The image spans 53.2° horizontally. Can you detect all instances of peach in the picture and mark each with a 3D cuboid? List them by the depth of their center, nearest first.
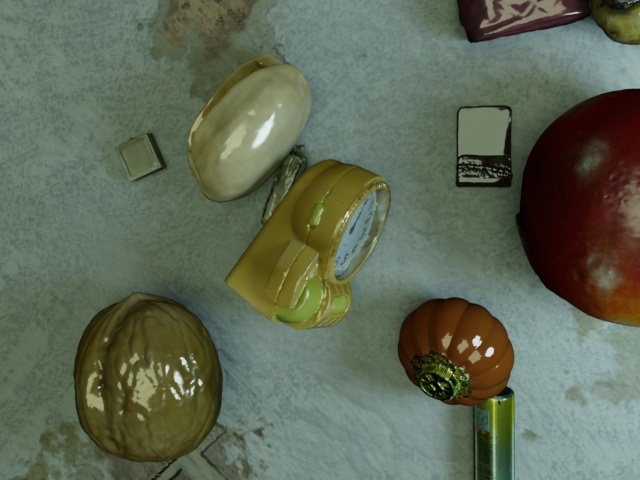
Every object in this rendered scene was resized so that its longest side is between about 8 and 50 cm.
[{"bbox_3d":[0.497,-0.040,1.082,0.310,0.335,0.406,-14,100,30],"label":"peach"}]

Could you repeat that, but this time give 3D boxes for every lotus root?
[{"bbox_3d":[0.541,-0.410,1.075,0.146,0.284,0.160,-34,81,40],"label":"lotus root"}]

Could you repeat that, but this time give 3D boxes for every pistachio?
[{"bbox_3d":[-0.140,-0.208,1.225,0.187,0.187,0.299,39,93,1],"label":"pistachio"}]

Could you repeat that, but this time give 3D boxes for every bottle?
[{"bbox_3d":[0.349,0.439,1.286,0.082,0.082,0.286,-1,97,7],"label":"bottle"}]

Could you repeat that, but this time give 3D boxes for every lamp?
[{"bbox_3d":[0.255,0.211,1.214,0.223,0.196,0.223,19,132,23],"label":"lamp"}]

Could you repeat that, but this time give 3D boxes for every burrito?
[{"bbox_3d":[-0.074,-0.108,1.289,0.058,0.045,0.188,26,102,20],"label":"burrito"}]

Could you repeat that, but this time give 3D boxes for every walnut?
[{"bbox_3d":[-0.339,0.265,1.256,0.332,0.333,0.333,1,97,7],"label":"walnut"}]

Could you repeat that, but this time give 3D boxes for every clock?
[{"bbox_3d":[0.000,0.000,1.202,0.200,0.244,0.317,30,97,18],"label":"clock"}]

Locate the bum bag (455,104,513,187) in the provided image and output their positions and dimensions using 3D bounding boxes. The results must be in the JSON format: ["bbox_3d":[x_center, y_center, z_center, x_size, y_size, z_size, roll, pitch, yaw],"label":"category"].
[{"bbox_3d":[0.318,-0.182,1.240,0.109,0.026,0.159,-1,97,8],"label":"bum bag"}]

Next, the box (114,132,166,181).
[{"bbox_3d":[-0.374,-0.174,1.326,0.079,0.035,0.083,-22,93,9],"label":"box"}]

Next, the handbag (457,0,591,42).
[{"bbox_3d":[0.360,-0.437,1.142,0.225,0.146,0.135,-10,99,11],"label":"handbag"}]
